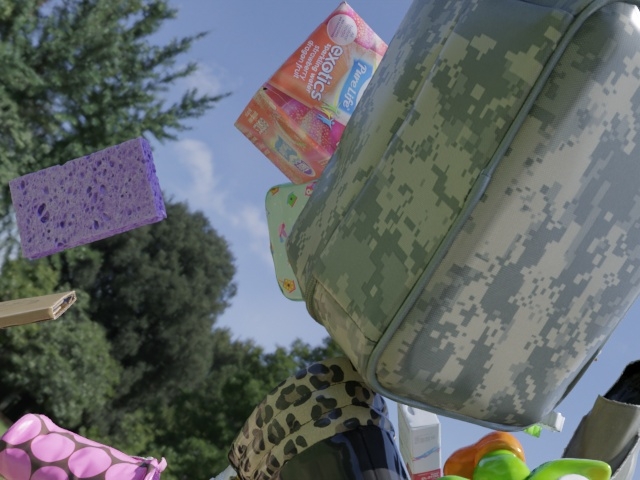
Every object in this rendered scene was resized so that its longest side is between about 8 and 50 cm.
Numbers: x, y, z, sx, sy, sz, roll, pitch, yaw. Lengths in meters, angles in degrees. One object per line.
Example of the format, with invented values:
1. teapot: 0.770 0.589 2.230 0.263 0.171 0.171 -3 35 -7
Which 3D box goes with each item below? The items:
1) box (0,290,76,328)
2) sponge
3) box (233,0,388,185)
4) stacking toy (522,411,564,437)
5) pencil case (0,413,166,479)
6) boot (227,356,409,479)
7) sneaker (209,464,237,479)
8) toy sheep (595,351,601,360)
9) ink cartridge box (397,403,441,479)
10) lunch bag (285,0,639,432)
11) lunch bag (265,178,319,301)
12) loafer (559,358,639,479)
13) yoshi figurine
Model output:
1. box: -0.475 0.109 1.049 0.164 0.201 0.021 -151 -128 -80
2. sponge: -0.324 -0.057 0.992 0.031 0.210 0.117 30 45 -74
3. box: -0.006 -0.182 0.979 0.142 0.154 0.300 44 -9 -10
4. stacking toy: 0.289 0.156 0.886 0.052 0.167 0.221 17 -15 20
5. pencil case: -0.307 0.289 0.911 0.209 0.098 0.095 20 -31 6
6. boot: 0.012 0.297 0.564 0.377 0.138 0.284 107 -32 -47
7. sneaker: -0.211 0.476 1.238 0.152 0.305 0.114 31 -11 0
8. toy sheep: 0.510 0.186 1.406 0.091 0.091 0.132 -12 -91 63
9. ink cartridge box: 0.233 0.466 1.691 0.127 0.072 0.175 -110 -167 -62
10. lunch bag: 0.113 -0.052 0.550 0.212 0.305 0.256 21 14 -35
11. lunch bag: 0.000 0.000 1.587 0.224 0.108 0.279 -7 -86 36
12. loafer: 0.396 0.255 0.985 0.094 0.251 0.087 8 -49 45
13. yoshi figurine: 0.206 0.334 0.716 0.203 0.203 0.362 4 1 -1
